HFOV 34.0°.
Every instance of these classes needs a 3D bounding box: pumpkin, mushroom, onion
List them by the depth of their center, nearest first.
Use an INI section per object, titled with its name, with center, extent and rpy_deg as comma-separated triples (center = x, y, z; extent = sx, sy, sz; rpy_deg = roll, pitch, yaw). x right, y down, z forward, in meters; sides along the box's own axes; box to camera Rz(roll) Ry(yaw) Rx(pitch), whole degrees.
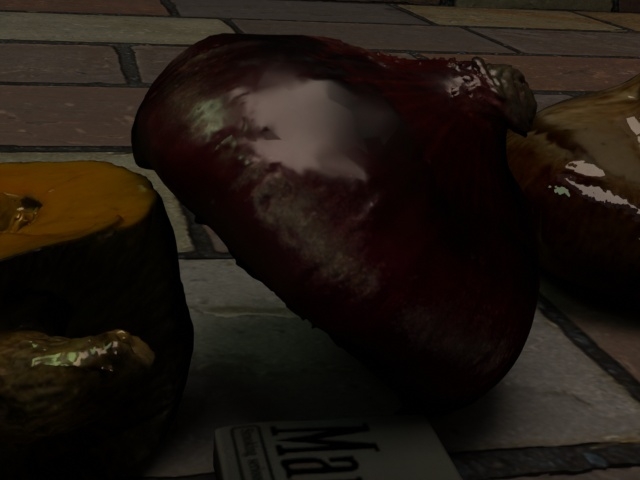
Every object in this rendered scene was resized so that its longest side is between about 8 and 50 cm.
[pumpkin]
center = -0.180, 0.061, 0.485
extent = 0.222, 0.139, 0.317
rpy_deg = 11, 20, 27
[onion]
center = 0.032, -0.039, 0.610
extent = 0.272, 0.195, 0.272
rpy_deg = 42, 11, -10
[mushroom]
center = 0.252, -0.055, 0.832
extent = 0.267, 0.254, 0.267
rpy_deg = -22, 18, 7

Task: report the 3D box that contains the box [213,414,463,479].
[box]
center = 0.018, 0.135, 0.465
extent = 0.115, 0.036, 0.177
rpy_deg = 0, 20, -12
